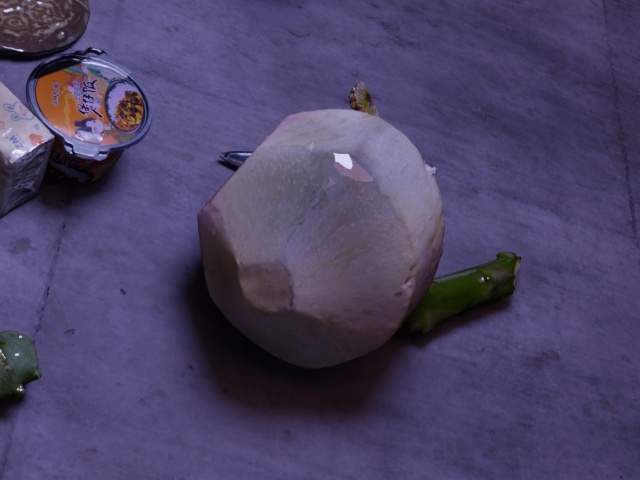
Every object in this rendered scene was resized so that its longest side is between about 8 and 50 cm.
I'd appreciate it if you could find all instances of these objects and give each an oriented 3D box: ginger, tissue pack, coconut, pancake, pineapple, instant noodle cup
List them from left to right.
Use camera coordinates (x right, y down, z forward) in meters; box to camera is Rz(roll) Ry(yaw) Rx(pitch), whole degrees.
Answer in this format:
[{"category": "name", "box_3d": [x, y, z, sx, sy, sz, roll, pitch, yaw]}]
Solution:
[{"category": "ginger", "box_3d": [-0.431, 0.215, 1.296, 0.137, 0.089, 0.290, 13, 45, 4]}, {"category": "tissue pack", "box_3d": [-0.460, -0.149, 1.498, 0.196, 0.148, 0.092, 43, 52, 6]}, {"category": "pancake", "box_3d": [-0.485, -0.376, 1.727, 0.250, 0.031, 0.250, 14, 51, -18]}, {"category": "instant noodle cup", "box_3d": [-0.343, -0.161, 1.580, 0.177, 0.125, 0.208, 27, 45, -11]}, {"category": "coconut", "box_3d": [0.000, 0.000, 1.514, 0.352, 0.352, 0.352, 14, 52, -18]}, {"category": "pineapple", "box_3d": [0.072, -0.242, 1.931, 0.045, 0.019, 0.083, -6, 63, -34]}]

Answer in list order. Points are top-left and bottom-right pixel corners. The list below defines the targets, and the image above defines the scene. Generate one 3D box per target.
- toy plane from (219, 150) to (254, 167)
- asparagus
[{"category": "toy plane", "box_3d": [0.006, -0.115, 1.748, 0.326, 0.104, 0.223, 16, 24, -13]}, {"category": "asparagus", "box_3d": [0.212, 0.080, 1.735, 0.343, 0.082, 0.085, -11, 27, -34]}]
